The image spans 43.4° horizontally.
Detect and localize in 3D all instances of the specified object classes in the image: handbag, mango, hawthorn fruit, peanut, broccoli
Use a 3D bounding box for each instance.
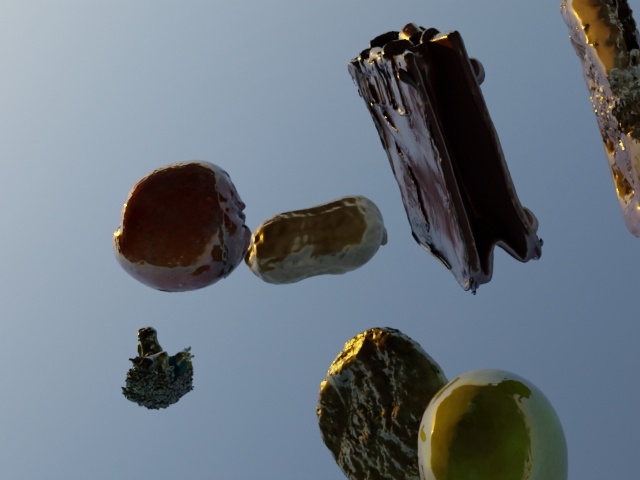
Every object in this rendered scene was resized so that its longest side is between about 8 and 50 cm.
[{"bbox_3d":[0.103,-0.080,0.697,0.074,0.216,0.203,-22,-167,-4],"label":"handbag"},{"bbox_3d":[0.188,0.237,0.856,0.149,0.273,0.185,-10,-112,14],"label":"mango"},{"bbox_3d":[-0.175,-0.015,1.008,0.173,0.173,0.173,-17,-131,21],"label":"hawthorn fruit"},{"bbox_3d":[0.007,-0.002,1.481,0.291,0.143,0.159,-13,180,-28],"label":"peanut"},{"bbox_3d":[-0.305,0.233,1.491,0.154,0.167,0.160,-27,-106,41],"label":"broccoli"}]

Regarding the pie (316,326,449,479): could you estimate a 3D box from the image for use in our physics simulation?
[{"bbox_3d":[0.100,0.269,1.198,0.277,0.078,0.277,4,-84,48],"label":"pie"}]

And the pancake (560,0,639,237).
[{"bbox_3d":[0.393,-0.169,1.050,0.071,0.382,0.382,-18,-132,17],"label":"pancake"}]
